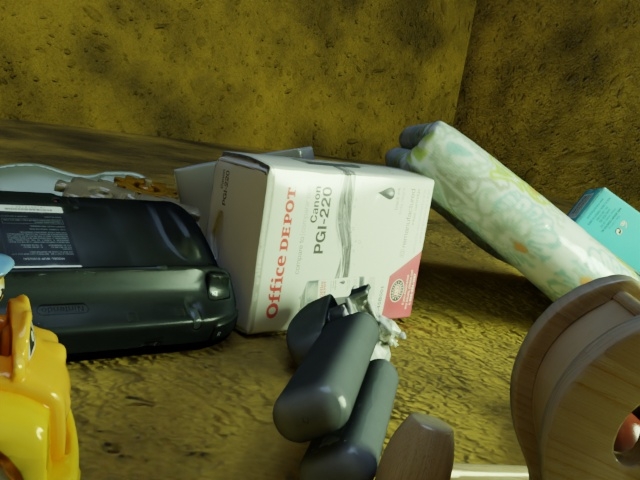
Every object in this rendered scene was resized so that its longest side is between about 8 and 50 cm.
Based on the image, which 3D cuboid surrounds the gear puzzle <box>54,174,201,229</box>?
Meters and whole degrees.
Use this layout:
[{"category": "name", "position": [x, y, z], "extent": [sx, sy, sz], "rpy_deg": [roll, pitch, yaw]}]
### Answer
[{"category": "gear puzzle", "position": [-0.225, -0.017, 0.812], "extent": [0.175, 0.044, 0.339], "rpy_deg": [15, 18, -14]}]

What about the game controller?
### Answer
[{"category": "game controller", "position": [-0.220, 0.023, 0.552], "extent": [0.319, 0.067, 0.166], "rpy_deg": [1, 35, -38]}]

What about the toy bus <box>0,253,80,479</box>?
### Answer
[{"category": "toy bus", "position": [-0.208, 0.022, 0.289], "extent": [0.220, 0.211, 0.149], "rpy_deg": [6, 10, -26]}]

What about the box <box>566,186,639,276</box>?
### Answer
[{"category": "box", "position": [0.422, 0.031, 0.875], "extent": [0.244, 0.060, 0.100], "rpy_deg": [37, 7, 6]}]

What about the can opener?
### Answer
[{"category": "can opener", "position": [0.013, 0.096, 0.510], "extent": [0.093, 0.074, 0.280], "rpy_deg": [-24, 5, 9]}]

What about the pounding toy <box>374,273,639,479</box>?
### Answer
[{"category": "pounding toy", "position": [0.170, 0.097, 0.361], "extent": [0.269, 0.154, 0.155], "rpy_deg": [10, 11, 2]}]

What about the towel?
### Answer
[{"category": "towel", "position": [0.229, -0.027, 0.921], "extent": [0.320, 0.090, 0.374], "rpy_deg": [36, 6, -4]}]

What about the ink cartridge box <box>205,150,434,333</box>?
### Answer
[{"category": "ink cartridge box", "position": [0.000, 0.000, 0.710], "extent": [0.218, 0.159, 0.092], "rpy_deg": [0, 14, -38]}]

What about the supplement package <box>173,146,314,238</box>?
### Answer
[{"category": "supplement package", "position": [-0.097, -0.066, 0.993], "extent": [0.179, 0.105, 0.105], "rpy_deg": [-9, 8, 10]}]

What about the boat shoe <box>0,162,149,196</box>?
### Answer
[{"category": "boat shoe", "position": [-0.342, -0.052, 0.950], "extent": [0.227, 0.069, 0.081], "rpy_deg": [3, 47, -22]}]
